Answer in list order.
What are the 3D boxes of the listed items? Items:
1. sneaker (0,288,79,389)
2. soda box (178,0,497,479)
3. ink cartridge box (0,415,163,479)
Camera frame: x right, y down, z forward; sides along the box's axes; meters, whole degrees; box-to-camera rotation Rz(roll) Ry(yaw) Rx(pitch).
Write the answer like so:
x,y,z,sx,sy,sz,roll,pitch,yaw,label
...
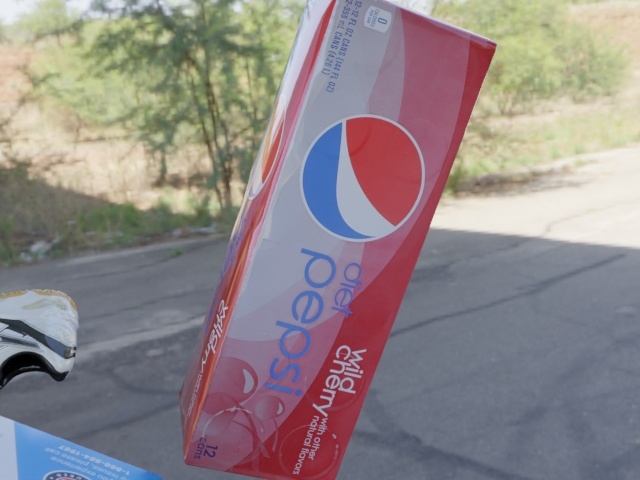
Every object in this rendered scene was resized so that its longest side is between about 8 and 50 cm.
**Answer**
x,y,z,sx,sy,sz,roll,pitch,yaw,label
-0.133,0.041,0.315,0.083,0.037,0.032,-6,-24,-13,sneaker
0.000,0.000,0.472,0.092,0.263,0.083,16,11,-15,soda box
-0.159,0.138,0.283,0.148,0.086,0.203,20,15,3,ink cartridge box
